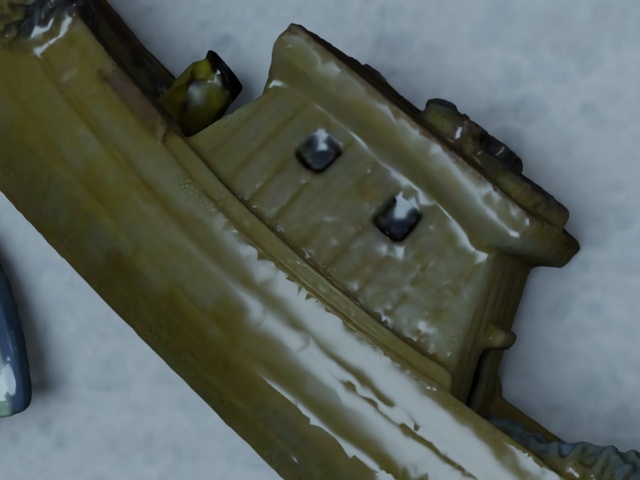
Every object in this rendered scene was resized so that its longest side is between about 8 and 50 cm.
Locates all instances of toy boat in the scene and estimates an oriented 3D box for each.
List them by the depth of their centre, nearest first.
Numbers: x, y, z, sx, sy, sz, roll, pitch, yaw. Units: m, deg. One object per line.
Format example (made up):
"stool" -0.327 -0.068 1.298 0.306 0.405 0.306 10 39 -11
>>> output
"toy boat" 0.000 0.000 0.527 0.321 0.089 0.121 44 100 19

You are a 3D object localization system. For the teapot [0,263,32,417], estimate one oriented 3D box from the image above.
"teapot" -0.194 0.036 0.601 0.149 0.111 0.108 -22 68 27
